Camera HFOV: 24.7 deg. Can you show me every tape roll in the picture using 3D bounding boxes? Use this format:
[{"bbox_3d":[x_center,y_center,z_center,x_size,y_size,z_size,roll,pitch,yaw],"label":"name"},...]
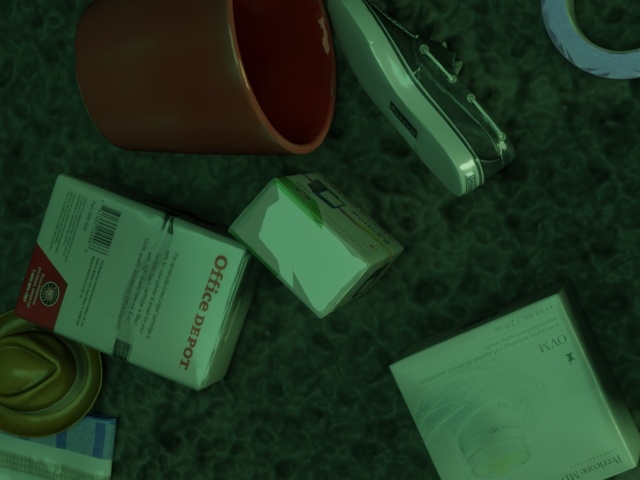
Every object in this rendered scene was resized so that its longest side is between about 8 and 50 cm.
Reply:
[{"bbox_3d":[0.354,-0.282,1.703,0.188,0.080,0.189,2,96,15],"label":"tape roll"}]

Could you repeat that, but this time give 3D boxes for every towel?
[{"bbox_3d":[-0.393,0.359,2.008,0.209,0.034,0.285,12,99,13],"label":"towel"}]

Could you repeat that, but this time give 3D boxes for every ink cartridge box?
[{"bbox_3d":[0.000,0.000,1.765,0.154,0.212,0.093,43,102,8],"label":"ink cartridge box"},{"bbox_3d":[-0.226,0.050,1.880,0.272,0.114,0.197,21,98,13],"label":"ink cartridge box"}]

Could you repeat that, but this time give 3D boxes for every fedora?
[{"bbox_3d":[-0.390,0.173,1.946,0.194,0.079,0.194,-1,84,10],"label":"fedora"}]

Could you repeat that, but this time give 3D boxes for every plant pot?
[{"bbox_3d":[-0.145,-0.222,1.769,0.243,0.275,0.275,-8,94,26],"label":"plant pot"}]

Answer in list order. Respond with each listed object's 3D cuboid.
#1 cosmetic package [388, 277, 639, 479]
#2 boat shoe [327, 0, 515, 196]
[{"bbox_3d":[0.237,0.197,1.761,0.224,0.138,0.225,-25,90,17],"label":"cosmetic package"},{"bbox_3d":[0.123,-0.197,1.772,0.102,0.108,0.301,-32,73,-15],"label":"boat shoe"}]
